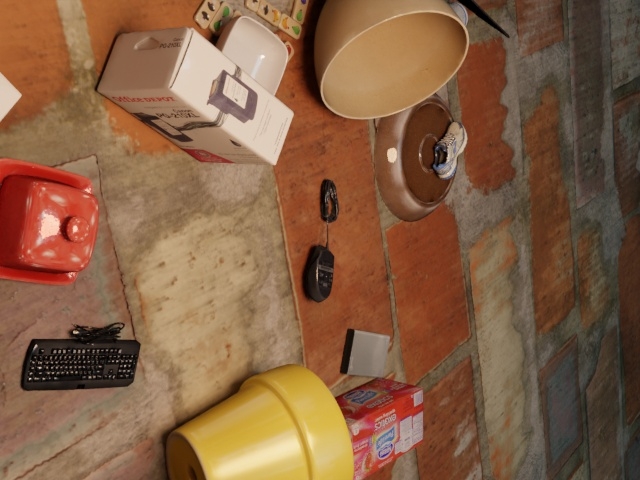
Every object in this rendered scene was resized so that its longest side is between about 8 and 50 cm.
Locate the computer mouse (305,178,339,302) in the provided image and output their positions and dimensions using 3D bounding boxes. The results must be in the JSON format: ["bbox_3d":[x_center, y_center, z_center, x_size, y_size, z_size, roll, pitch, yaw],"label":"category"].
[{"bbox_3d":[0.000,0.000,1.611,0.071,0.041,0.242,24,69,-59],"label":"computer mouse"}]

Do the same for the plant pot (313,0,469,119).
[{"bbox_3d":[0.106,-0.388,1.535,0.284,0.284,0.191,15,47,-51],"label":"plant pot"}]

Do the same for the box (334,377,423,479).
[{"bbox_3d":[0.095,0.383,1.703,0.257,0.123,0.128,-14,105,-49],"label":"box"}]

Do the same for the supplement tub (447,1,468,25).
[{"bbox_3d":[0.274,-0.487,1.848,0.107,0.071,0.071,-33,119,-43],"label":"supplement tub"}]

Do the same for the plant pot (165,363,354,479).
[{"bbox_3d":[-0.113,0.354,1.368,0.239,0.254,0.254,-12,105,-34],"label":"plant pot"}]

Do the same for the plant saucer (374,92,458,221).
[{"bbox_3d":[0.228,-0.195,1.851,0.311,0.050,0.310,-9,102,-49],"label":"plant saucer"}]

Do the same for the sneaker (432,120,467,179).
[{"bbox_3d":[0.284,-0.206,1.840,0.058,0.052,0.135,28,73,-44],"label":"sneaker"}]

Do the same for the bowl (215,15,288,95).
[{"bbox_3d":[-0.129,-0.290,1.382,0.142,0.053,0.142,28,83,-49],"label":"bowl"}]

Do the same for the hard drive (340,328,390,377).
[{"bbox_3d":[0.096,0.241,1.765,0.135,0.022,0.094,16,82,-50],"label":"hard drive"}]

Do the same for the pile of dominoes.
[{"bbox_3d":[-0.099,-0.414,1.424,0.251,0.040,0.196,21,79,-50],"label":"pile of dominoes"}]

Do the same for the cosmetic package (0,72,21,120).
[{"bbox_3d":[-0.519,-0.209,0.845,0.197,0.155,0.365,-59,136,-27],"label":"cosmetic package"}]

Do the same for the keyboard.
[{"bbox_3d":[-0.337,0.171,1.213,0.192,0.038,0.100,8,88,-52],"label":"keyboard"}]

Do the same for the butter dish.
[{"bbox_3d":[-0.353,-0.018,1.103,0.160,0.118,0.159,14,85,-51],"label":"butter dish"}]

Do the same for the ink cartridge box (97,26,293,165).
[{"bbox_3d":[-0.184,-0.208,1.241,0.237,0.172,0.100,34,69,-47],"label":"ink cartridge box"}]

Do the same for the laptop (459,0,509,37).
[{"bbox_3d":[0.227,-0.658,1.636,0.382,0.236,0.408,22,78,-51],"label":"laptop"}]
